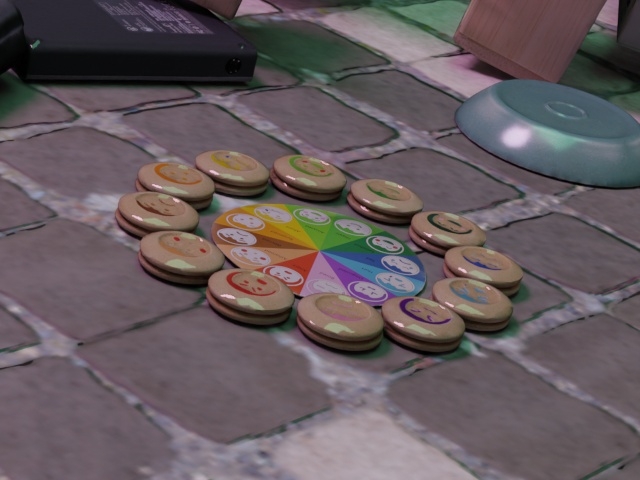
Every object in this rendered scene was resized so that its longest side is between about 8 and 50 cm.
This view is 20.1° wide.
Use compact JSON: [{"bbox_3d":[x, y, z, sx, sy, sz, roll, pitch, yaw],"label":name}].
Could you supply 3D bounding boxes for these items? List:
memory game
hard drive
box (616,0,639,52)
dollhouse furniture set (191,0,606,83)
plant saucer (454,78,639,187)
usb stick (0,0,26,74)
[{"bbox_3d":[0.000,0.000,0.805,0.186,0.012,0.186,12,24,-5],"label":"memory game"},{"bbox_3d":[-0.115,-0.113,0.979,0.135,0.022,0.094,-2,29,-34],"label":"hard drive"},{"bbox_3d":[0.326,-0.188,1.270,0.232,0.058,0.322,20,34,-2],"label":"box"},{"bbox_3d":[0.036,-0.309,1.077,0.394,0.256,0.362,29,35,-1],"label":"dollhouse furniture set"},{"bbox_3d":[0.135,-0.065,1.013,0.119,0.021,0.119,11,24,-5],"label":"plant saucer"},{"bbox_3d":[-0.210,-0.065,0.790,0.077,0.045,0.278,18,24,7],"label":"usb stick"}]
